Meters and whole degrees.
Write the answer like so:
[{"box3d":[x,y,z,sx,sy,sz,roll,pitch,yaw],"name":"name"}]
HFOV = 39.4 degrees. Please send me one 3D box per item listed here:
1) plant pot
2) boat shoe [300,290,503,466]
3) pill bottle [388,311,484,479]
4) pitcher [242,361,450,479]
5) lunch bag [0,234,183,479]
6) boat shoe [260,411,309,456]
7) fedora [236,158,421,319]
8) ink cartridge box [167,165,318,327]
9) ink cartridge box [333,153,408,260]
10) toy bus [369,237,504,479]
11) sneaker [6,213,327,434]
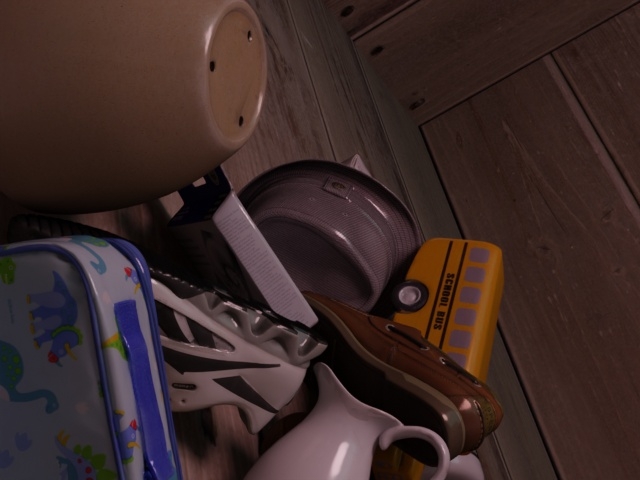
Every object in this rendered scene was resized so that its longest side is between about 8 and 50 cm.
[{"box3d":[-0.160,-0.157,0.824,0.284,0.190,0.284,7,90,-72],"name":"plant pot"},{"box3d":[0.071,0.147,1.032,0.104,0.111,0.307,-17,38,-37],"name":"boat shoe"},{"box3d":[0.104,0.226,1.288,0.188,0.187,0.334,45,23,-43],"name":"pill bottle"},{"box3d":[0.016,0.253,0.897,0.177,0.207,0.125,24,-16,28],"name":"pitcher"},{"box3d":[-0.184,0.110,0.593,0.090,0.176,0.219,-14,94,-70],"name":"lunch bag"},{"box3d":[0.044,0.359,1.023,0.342,0.123,0.123,58,6,31],"name":"boat shoe"},{"box3d":[-0.003,0.025,1.173,0.275,0.244,0.124,33,17,-5],"name":"fedora"},{"box3d":[-0.114,0.010,1.043,0.224,0.045,0.223,59,-20,-10],"name":"ink cartridge box"},{"box3d":[0.000,0.000,1.286,0.160,0.219,0.092,58,16,-12],"name":"ink cartridge box"},{"box3d":[0.144,0.156,1.136,0.108,0.130,0.333,75,28,-49],"name":"toy bus"},{"box3d":[-0.162,0.091,0.859,0.330,0.146,0.122,29,2,-19],"name":"sneaker"}]
